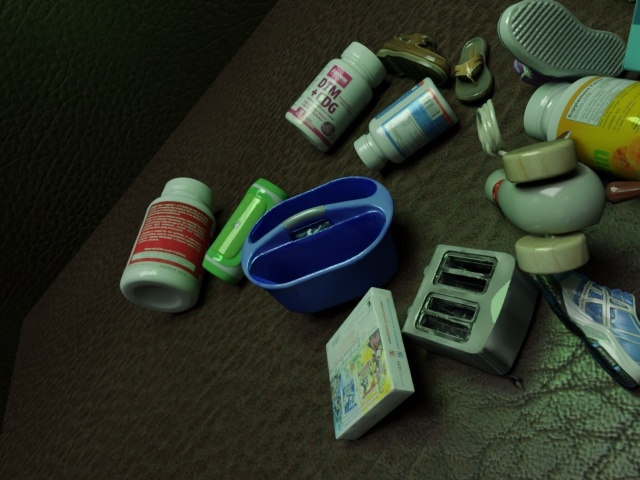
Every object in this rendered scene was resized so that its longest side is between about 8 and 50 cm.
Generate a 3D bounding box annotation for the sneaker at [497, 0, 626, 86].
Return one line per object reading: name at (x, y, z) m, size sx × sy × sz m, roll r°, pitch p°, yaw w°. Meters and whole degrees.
sneaker at (0.379, -0.324, 0.784) m, size 0.161 × 0.282 × 0.102 m, roll 20°, pitch 102°, yaw 61°

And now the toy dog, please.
toy dog at (0.338, -0.078, 0.642) m, size 0.161 × 0.220 × 0.334 m, roll -9°, pitch 31°, yaw 15°

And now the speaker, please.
speaker at (-0.209, -0.025, 1.265) m, size 0.131 × 0.131 × 0.296 m, roll 25°, pitch 80°, yaw 52°

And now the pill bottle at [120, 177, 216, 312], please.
pill bottle at (-0.467, 0.004, 1.429) m, size 0.229 × 0.229 × 0.408 m, roll -23°, pitch 46°, yaw 33°

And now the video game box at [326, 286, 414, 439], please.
video game box at (0.075, 0.215, 0.770) m, size 0.187 × 0.048 × 0.205 m, roll -94°, pitch 25°, yaw -43°

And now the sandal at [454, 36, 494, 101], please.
sandal at (0.351, -0.405, 1.030) m, size 0.090 × 0.060 × 0.219 m, roll -13°, pitch 53°, yaw 41°

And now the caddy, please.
caddy at (0.000, 0.000, 0.929) m, size 0.341 × 0.179 × 0.241 m, roll -22°, pitch 44°, yaw 13°

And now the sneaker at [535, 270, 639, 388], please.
sneaker at (0.372, 0.091, 0.606) m, size 0.081 × 0.080 × 0.211 m, roll -35°, pitch 52°, yaw 10°

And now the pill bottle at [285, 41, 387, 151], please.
pill bottle at (0.046, -0.409, 1.271) m, size 0.283 × 0.160 × 0.160 m, roll -49°, pitch 37°, yaw 5°

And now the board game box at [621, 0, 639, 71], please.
board game box at (0.585, -0.322, 0.560) m, size 0.079 × 0.254 × 0.336 m, roll -22°, pitch 37°, yaw -11°

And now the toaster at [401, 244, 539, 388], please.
toaster at (0.238, 0.109, 0.700) m, size 0.185 × 0.110 × 0.168 m, roll 10°, pitch 70°, yaw 50°

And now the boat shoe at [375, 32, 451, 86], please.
boat shoe at (0.250, -0.490, 1.163) m, size 0.104 × 0.110 × 0.307 m, roll -49°, pitch 37°, yaw 7°

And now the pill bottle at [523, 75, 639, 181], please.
pill bottle at (0.446, -0.176, 0.684) m, size 0.136 × 0.136 × 0.245 m, roll -50°, pitch 37°, yaw 4°

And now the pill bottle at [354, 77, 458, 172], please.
pill bottle at (0.191, -0.258, 1.030) m, size 0.221 × 0.124 × 0.124 m, roll -34°, pitch 41°, yaw 23°
